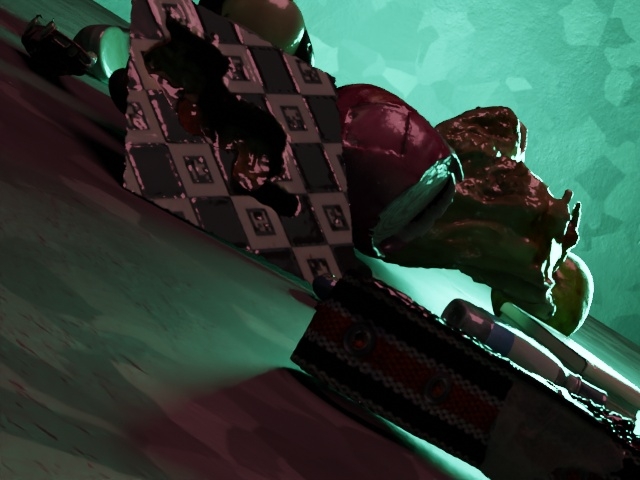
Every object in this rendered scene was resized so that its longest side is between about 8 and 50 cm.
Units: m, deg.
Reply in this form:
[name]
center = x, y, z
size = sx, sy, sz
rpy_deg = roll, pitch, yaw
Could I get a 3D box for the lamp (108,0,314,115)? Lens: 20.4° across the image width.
[lamp]
center = -0.108, -0.179, 1.956
size = 0.197, 0.198, 0.244
rpy_deg = 33, 50, -2

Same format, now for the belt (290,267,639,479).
[belt]
center = 0.142, 0.137, 1.329
size = 0.359, 0.094, 0.126
rpy_deg = 30, 8, -22

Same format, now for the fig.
[fig]
center = 0.308, 0.098, 2.528
size = 0.148, 0.186, 0.142
rpy_deg = 15, 44, 18

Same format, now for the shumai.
[shumai]
center = 0.194, -0.002, 2.291
size = 0.314, 0.267, 0.262
rpy_deg = -20, 65, -38

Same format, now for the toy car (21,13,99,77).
[toy car]
center = -0.305, -0.217, 2.047
size = 0.069, 0.055, 0.142
rpy_deg = 40, -8, -22

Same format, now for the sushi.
[sushi]
center = -0.092, -0.092, 1.768
size = 0.292, 0.059, 0.294
rpy_deg = 26, 45, -34

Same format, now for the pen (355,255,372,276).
[pen]
center = 0.000, 0.000, 2.047
size = 0.025, 0.025, 0.204
rpy_deg = 29, 7, -37

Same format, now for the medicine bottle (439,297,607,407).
[medicine bottle]
center = 0.229, 0.137, 1.997
size = 0.208, 0.054, 0.090
rpy_deg = 32, 6, -16

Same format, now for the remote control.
[remote control]
center = 0.311, 0.157, 2.275
size = 0.103, 0.055, 0.277
rpy_deg = 31, 3, -20

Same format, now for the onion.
[onion]
center = 0.052, -0.086, 1.985
size = 0.200, 0.201, 0.207
rpy_deg = 36, 17, 27

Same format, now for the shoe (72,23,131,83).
[shoe]
center = -0.297, -0.252, 2.393
size = 0.078, 0.079, 0.195
rpy_deg = -1, 9, 11

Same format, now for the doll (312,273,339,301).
[doll]
center = 0.039, 0.062, 1.716
size = 0.125, 0.027, 0.037
rpy_deg = 28, 0, -41
